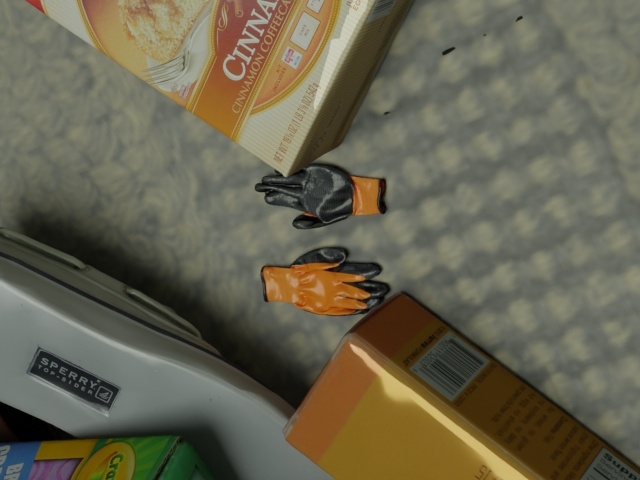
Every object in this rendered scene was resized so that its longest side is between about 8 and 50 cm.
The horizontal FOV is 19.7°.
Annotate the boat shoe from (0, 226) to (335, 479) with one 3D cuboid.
[{"bbox_3d":[-0.100,0.074,1.005,0.267,0.088,0.096,26,117,-4],"label":"boat shoe"}]

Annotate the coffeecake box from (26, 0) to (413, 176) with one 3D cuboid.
[{"bbox_3d":[-0.049,-0.145,0.922,0.185,0.068,0.142,34,118,13],"label":"coffeecake box"}]

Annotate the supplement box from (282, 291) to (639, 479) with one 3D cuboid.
[{"bbox_3d":[0.101,0.131,0.934,0.233,0.080,0.078,39,118,12],"label":"supplement box"}]

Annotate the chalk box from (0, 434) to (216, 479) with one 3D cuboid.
[{"bbox_3d":[-0.125,0.222,0.956,0.289,0.179,0.180,-5,129,30],"label":"chalk box"}]

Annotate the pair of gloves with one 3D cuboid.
[{"bbox_3d":[0.000,0.000,0.977,0.074,0.010,0.083,5,107,24],"label":"pair of gloves"}]

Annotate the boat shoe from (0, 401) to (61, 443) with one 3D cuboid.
[{"bbox_3d":[-0.199,0.066,1.060,0.073,0.073,0.207,-15,106,27],"label":"boat shoe"}]
